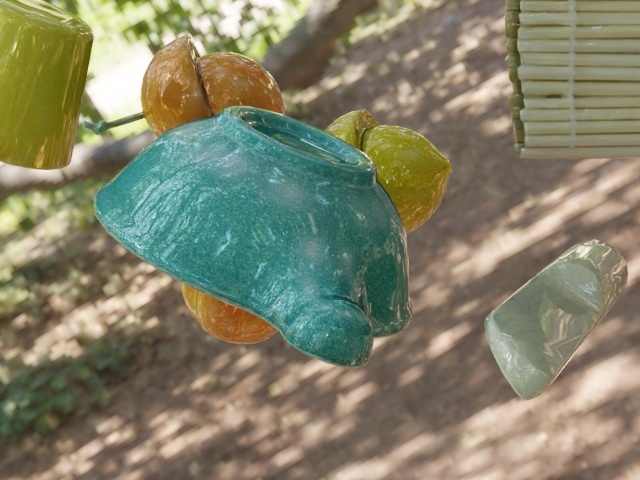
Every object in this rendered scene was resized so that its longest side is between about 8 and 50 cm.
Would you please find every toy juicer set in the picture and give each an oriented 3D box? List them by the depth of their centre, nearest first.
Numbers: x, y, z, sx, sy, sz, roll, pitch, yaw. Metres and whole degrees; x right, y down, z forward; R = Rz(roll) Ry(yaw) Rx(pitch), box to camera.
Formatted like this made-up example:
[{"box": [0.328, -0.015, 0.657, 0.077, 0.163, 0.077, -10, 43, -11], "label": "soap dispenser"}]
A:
[{"box": [0.000, 0.000, 0.643, 0.329, 0.089, 0.209, 31, 17, 33], "label": "toy juicer set"}]

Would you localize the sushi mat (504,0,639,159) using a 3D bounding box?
[{"box": [0.237, -0.113, 0.685, 0.317, 0.151, 0.019, -1, 0, -6], "label": "sushi mat"}]
